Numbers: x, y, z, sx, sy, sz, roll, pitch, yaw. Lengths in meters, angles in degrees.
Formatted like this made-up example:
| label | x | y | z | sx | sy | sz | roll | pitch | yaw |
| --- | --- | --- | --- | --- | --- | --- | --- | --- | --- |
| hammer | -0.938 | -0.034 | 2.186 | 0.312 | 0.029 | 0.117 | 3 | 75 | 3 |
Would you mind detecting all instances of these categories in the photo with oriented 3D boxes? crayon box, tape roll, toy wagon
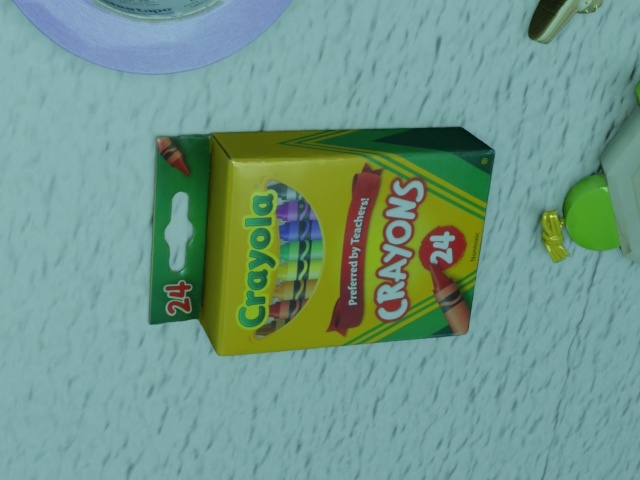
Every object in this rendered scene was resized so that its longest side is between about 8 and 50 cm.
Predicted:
| label | x | y | z | sx | sy | sz | roll | pitch | yaw |
| --- | --- | --- | --- | --- | --- | --- | --- | --- | --- |
| crayon box | 0.000 | 0.000 | 1.137 | 0.318 | 0.081 | 0.202 | -4 | 115 | -19 |
| tape roll | -0.139 | -0.278 | 0.951 | 0.274 | 0.090 | 0.275 | -9 | 115 | -19 |
| toy wagon | 0.397 | -0.062 | 1.240 | 0.344 | 0.068 | 0.267 | -15 | 123 | 10 |

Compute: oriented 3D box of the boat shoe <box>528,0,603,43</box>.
| label | x | y | z | sx | sy | sz | roll | pitch | yaw |
| --- | --- | --- | --- | --- | --- | --- | --- | --- | --- |
| boat shoe | 0.255 | -0.243 | 1.145 | 0.045 | 0.050 | 0.135 | 32 | 99 | -24 |
